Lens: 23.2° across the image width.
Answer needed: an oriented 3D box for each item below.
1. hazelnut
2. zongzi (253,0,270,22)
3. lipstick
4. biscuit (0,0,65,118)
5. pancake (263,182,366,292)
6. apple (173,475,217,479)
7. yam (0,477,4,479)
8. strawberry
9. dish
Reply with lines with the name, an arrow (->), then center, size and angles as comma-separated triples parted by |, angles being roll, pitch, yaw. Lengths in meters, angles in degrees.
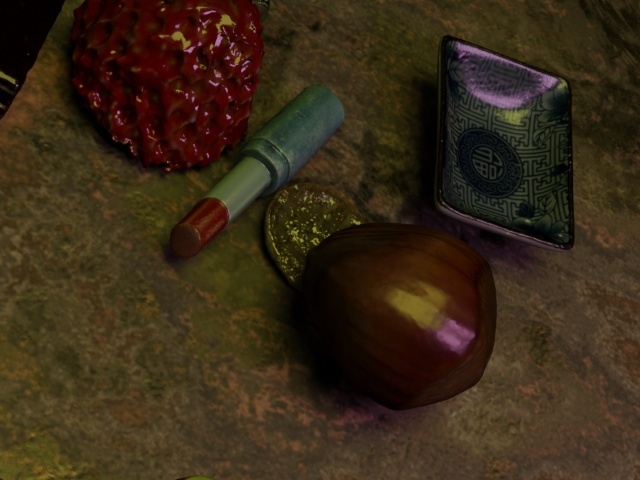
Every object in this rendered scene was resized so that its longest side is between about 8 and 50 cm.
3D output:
hazelnut -> 0.081, 0.077, 1.572 | 0.210, 0.210, 0.186 | -28, 117, -38
zongzi -> -0.116, -0.317, 1.763 | 0.130, 0.062, 0.154 | 13, 50, -9
lipstick -> -0.068, -0.071, 1.631 | 0.061, 0.068, 0.274 | 44, 49, -1
biscuit -> -0.302, -0.301, 1.630 | 0.107, 0.073, 0.388 | 29, 52, -14
pancake -> 0.000, 0.000, 1.658 | 0.139, 0.022, 0.139 | 16, 57, -27
apple -> -0.103, 0.277, 1.346 | 0.146, 0.163, 0.147 | 33, 47, -10
yam -> -0.368, 0.173, 1.330 | 0.241, 0.057, 0.057 | 34, 51, -10
strawberry -> -0.137, -0.208, 1.609 | 0.234, 0.178, 0.234 | 19, 52, -27
dish -> 0.197, -0.098, 1.793 | 0.182, 0.080, 0.243 | 17, 58, -20
